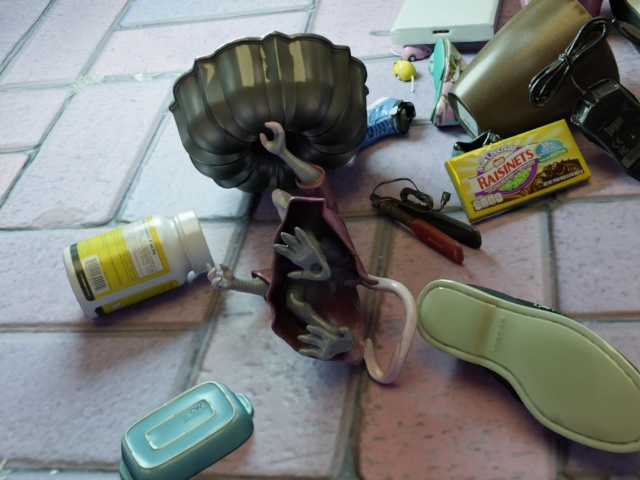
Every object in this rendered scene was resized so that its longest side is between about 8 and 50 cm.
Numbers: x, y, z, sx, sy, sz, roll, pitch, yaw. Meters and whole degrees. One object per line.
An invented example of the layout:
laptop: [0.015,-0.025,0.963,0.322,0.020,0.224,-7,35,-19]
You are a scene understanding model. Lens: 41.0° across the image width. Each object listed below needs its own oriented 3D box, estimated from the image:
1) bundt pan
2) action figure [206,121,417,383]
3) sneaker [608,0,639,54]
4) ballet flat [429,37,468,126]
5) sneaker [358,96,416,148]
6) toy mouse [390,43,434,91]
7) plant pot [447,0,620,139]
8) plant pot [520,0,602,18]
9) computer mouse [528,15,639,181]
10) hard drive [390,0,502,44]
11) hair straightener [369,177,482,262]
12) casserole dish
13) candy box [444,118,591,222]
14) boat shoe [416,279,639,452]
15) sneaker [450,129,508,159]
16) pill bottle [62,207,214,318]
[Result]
bundt pan: [-0.071,-0.181,1.372,0.331,0.331,0.124,-13,64,2]
action figure: [0.000,0.000,1.219,0.276,0.248,0.370,21,15,-9]
sneaker: [0.653,-0.464,1.603,0.178,0.124,0.295,-14,47,7]
ballet flat: [0.244,-0.286,1.572,0.079,0.077,0.221,11,49,-2]
sneaker: [0.110,-0.206,1.521,0.084,0.058,0.152,13,40,40]
toy mouse: [0.205,-0.365,1.694,0.143,0.031,0.161,-24,41,-11]
plant pot: [0.338,-0.266,1.437,0.230,0.215,0.215,-34,42,-1]
plant pot: [0.462,-0.484,1.641,0.201,0.180,0.201,-8,41,7]
computer mouse: [0.471,-0.220,1.320,0.262,0.184,0.060,38,13,7]
hard drive: [0.274,-0.492,1.788,0.203,0.040,0.307,1,37,17]
hair straightener: [0.165,-0.042,1.338,0.089,0.047,0.230,-35,40,-23]
casserole dish: [-0.176,0.246,1.107,0.188,0.037,0.114,-28,43,-17]
candy box: [0.308,-0.110,1.339,0.206,0.027,0.105,-20,74,-7]
boat shoe: [0.271,0.144,1.041,0.113,0.127,0.340,9,9,-46]
sneaker: [0.289,-0.144,1.386,0.162,0.073,0.063,-10,40,5]
pill bottle: [-0.276,0.031,1.317,0.208,0.119,0.119,-20,41,-8]
